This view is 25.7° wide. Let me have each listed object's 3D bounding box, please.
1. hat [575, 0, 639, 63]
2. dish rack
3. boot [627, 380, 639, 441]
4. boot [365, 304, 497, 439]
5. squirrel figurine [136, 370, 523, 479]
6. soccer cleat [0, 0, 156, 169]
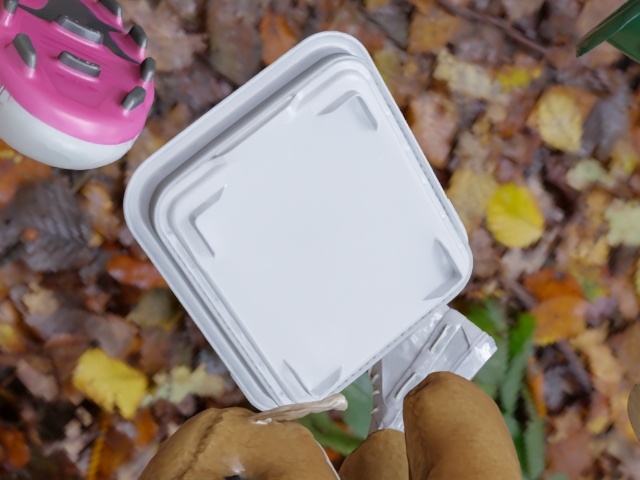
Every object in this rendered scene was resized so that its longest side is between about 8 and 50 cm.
[{"bbox_3d":[0.283,-0.102,0.890,0.173,0.183,0.208,-35,-177,23],"label":"hat"},{"bbox_3d":[0.000,0.000,1.342,0.285,0.072,0.333,-38,122,-10],"label":"dish rack"},{"bbox_3d":[0.428,0.165,1.178,0.211,0.295,0.104,-30,140,-43],"label":"boot"},{"bbox_3d":[0.091,0.186,1.722,0.258,0.123,0.095,-50,170,1],"label":"boot"},{"bbox_3d":[0.048,0.272,0.833,0.370,0.281,0.397,16,63,-28],"label":"squirrel figurine"},{"bbox_3d":[-0.192,-0.109,0.882,0.116,0.331,0.143,20,114,-31],"label":"soccer cleat"}]
